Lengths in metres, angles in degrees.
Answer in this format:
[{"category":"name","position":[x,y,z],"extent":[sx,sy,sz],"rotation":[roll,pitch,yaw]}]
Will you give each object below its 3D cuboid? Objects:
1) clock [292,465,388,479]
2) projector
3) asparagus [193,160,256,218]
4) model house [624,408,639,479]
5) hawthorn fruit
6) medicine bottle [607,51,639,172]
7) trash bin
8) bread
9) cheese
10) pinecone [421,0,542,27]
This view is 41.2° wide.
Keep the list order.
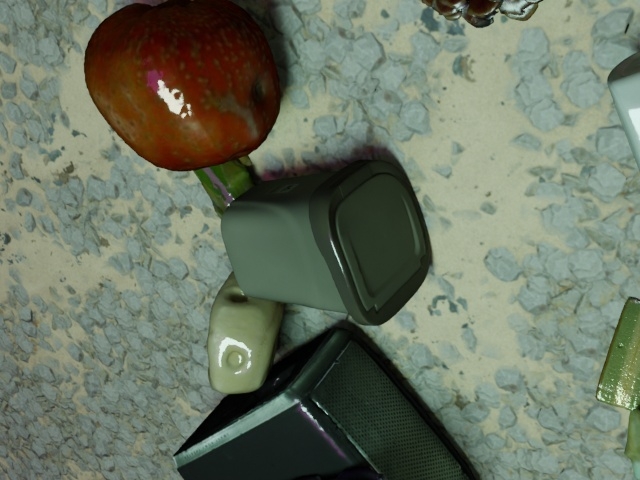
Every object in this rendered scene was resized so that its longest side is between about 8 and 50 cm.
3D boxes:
[{"category":"clock","position":[0.044,0.454,1.311],"extent":[0.253,0.083,0.186],"rotation":[-20,107,34]},{"category":"projector","position":[0.012,0.415,1.511],"extent":[0.395,0.242,0.405],"rotation":[-37,96,37]},{"category":"asparagus","position":[-0.209,-0.162,1.427],"extent":[0.343,0.082,0.085],"rotation":[54,165,-5]},{"category":"model house","position":[0.532,0.276,1.110],"extent":[0.267,0.194,0.325],"rotation":[-23,79,63]},{"category":"hawthorn fruit","position":[-0.189,-0.226,1.267],"extent":[0.275,0.275,0.300],"rotation":[-13,122,35]},{"category":"medicine bottle","position":[0.447,-0.085,1.025],"extent":[0.111,0.161,0.296],"rotation":[-13,107,37]},{"category":"trash bin","position":[0.000,0.000,1.316],"extent":[0.250,0.220,0.219],"rotation":[0,115,38]},{"category":"bread","position":[0.449,0.163,1.212],"extent":[0.074,0.084,0.139],"rotation":[18,123,22]},{"category":"cheese","position":[-0.130,0.163,1.480],"extent":[0.117,0.235,0.218],"rotation":[12,149,2]},{"category":"pinecone","position":[0.180,-0.361,1.005],"extent":[0.221,0.221,0.221],"rotation":[14,122,24]}]
